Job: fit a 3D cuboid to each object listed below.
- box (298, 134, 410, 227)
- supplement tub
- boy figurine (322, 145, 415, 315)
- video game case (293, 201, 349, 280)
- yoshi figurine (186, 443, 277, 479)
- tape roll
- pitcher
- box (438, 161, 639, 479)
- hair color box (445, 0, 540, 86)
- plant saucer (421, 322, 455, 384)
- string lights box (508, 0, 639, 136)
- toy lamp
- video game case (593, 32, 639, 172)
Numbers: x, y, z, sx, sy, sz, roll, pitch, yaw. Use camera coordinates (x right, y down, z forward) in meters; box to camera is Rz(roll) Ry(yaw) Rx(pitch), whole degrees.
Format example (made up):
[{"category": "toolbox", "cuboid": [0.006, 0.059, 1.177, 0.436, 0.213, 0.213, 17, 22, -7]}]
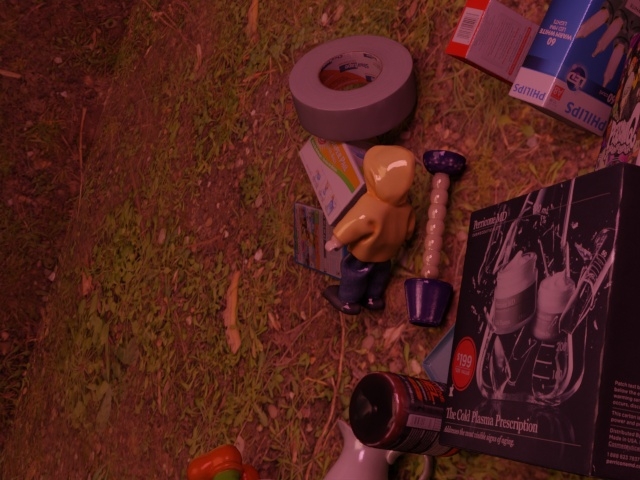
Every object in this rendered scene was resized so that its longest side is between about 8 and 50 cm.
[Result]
[{"category": "box", "cuboid": [0.056, -0.115, 1.595, 0.103, 0.114, 0.203, -50, 40, 27]}, {"category": "supplement tub", "cuboid": [0.142, 0.246, 1.261, 0.106, 0.197, 0.106, -23, 59, 46]}, {"category": "boy figurine", "cuboid": [0.081, -0.018, 1.455, 0.092, 0.177, 0.285, 35, 123, 41]}, {"category": "video game case", "cuboid": [0.000, 0.000, 1.671, 0.166, 0.015, 0.119, 19, 114, 54]}, {"category": "yoshi figurine", "cuboid": [-0.134, 0.544, 1.532, 0.362, 0.203, 0.203, 55, 136, 45]}, {"category": "tape roll", "cuboid": [0.057, -0.270, 1.582, 0.219, 0.072, 0.219, -8, 44, 8]}, {"category": "pitcher", "cuboid": [0.073, 0.396, 1.373, 0.177, 0.125, 0.207, 4, 67, 38]}, {"category": "box", "cuboid": [0.302, 0.108, 1.037, 0.343, 0.178, 0.313, 157, 125, -71]}, {"category": "hair color box", "cuboid": [0.272, -0.287, 1.331, 0.053, 0.167, 0.093, 34, 103, 54]}, {"category": "plant saucer", "cuboid": [0.224, 0.143, 1.349, 0.192, 0.018, 0.067, -55, 39, 24]}, {"category": "string lights box", "cuboid": [0.375, -0.288, 1.225, 0.076, 0.133, 0.260, 35, 105, 54]}, {"category": "toy lamp", "cuboid": [0.181, -0.001, 1.418, 0.080, 0.080, 0.275, -6, 69, 52]}, {"category": "video game case", "cuboid": [0.402, -0.165, 1.100, 0.232, 0.041, 0.210, -39, -36, -86]}]
